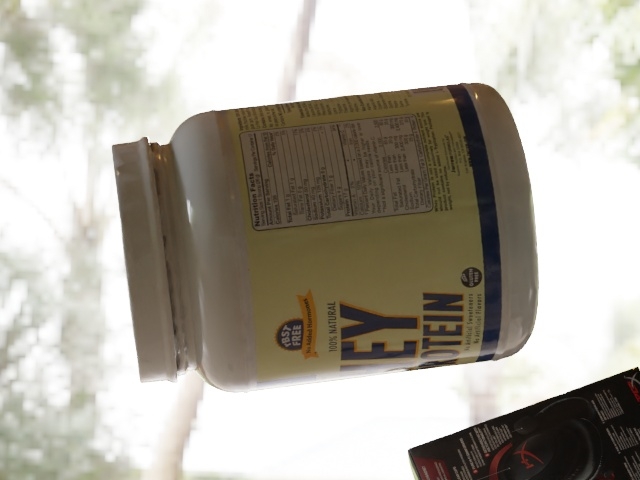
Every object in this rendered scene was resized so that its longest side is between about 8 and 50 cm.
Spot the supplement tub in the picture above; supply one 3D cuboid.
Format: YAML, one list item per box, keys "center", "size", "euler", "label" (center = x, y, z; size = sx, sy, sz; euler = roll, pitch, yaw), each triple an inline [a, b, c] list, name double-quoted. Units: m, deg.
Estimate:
- center: [0.000, 0.000, 1.598]
  size: [0.325, 0.235, 0.235]
  euler: [-7, -9, -5]
  label: "supplement tub"

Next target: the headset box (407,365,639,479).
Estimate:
- center: [0.234, 0.281, 1.977]
  size: [0.293, 0.218, 0.110]
  euler: [-20, -47, -3]
  label: "headset box"
